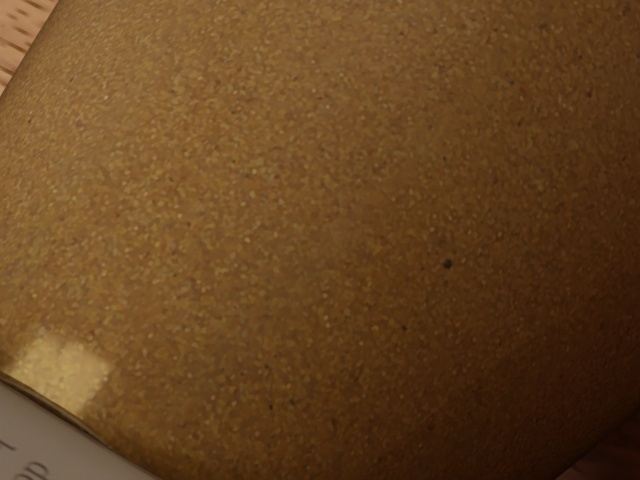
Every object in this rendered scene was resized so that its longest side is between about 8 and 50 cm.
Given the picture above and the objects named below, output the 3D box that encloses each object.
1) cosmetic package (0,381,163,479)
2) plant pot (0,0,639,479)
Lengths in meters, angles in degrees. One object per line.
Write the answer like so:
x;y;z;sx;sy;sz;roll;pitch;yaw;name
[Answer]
-0.028;0.207;0.395;0.453;0.161;0.230;31;121;9;cosmetic package
0.000;0.000;0.547;0.237;0.237;0.254;7;41;35;plant pot
